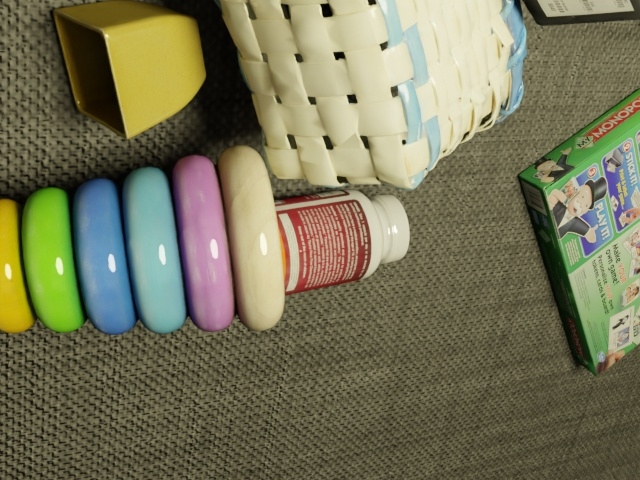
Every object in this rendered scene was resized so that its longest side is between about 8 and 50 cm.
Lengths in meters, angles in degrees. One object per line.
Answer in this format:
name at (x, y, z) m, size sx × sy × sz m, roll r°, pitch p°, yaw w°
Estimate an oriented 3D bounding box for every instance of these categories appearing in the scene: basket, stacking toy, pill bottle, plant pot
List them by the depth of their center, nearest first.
stacking toy at (-0.198, 0.019, 0.650) m, size 0.331 × 0.141 × 0.141 m, roll -8°, pitch 121°, yaw -8°
plant pot at (-0.132, -0.134, 0.658) m, size 0.083 × 0.081 × 0.081 m, roll -26°, pitch 127°, yaw -30°
basket at (0.056, -0.193, 0.677) m, size 0.289 × 0.201 × 0.254 m, roll -45°, pitch 132°, yaw -38°
pill bottle at (0.000, 0.000, 0.806) m, size 0.152 × 0.086 × 0.086 m, roll -10°, pitch 120°, yaw -26°

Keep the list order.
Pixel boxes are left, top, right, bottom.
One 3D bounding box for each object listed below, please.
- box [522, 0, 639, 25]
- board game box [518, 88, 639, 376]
box at (0.132, -0.364, 0.506) m, size 0.395 × 0.097 × 0.318 m, roll 38°, pitch 65°, yaw -48°
board game box at (0.360, -0.009, 1.046) m, size 0.214 × 0.046 × 0.317 m, roll -35°, pitch 128°, yaw -11°
